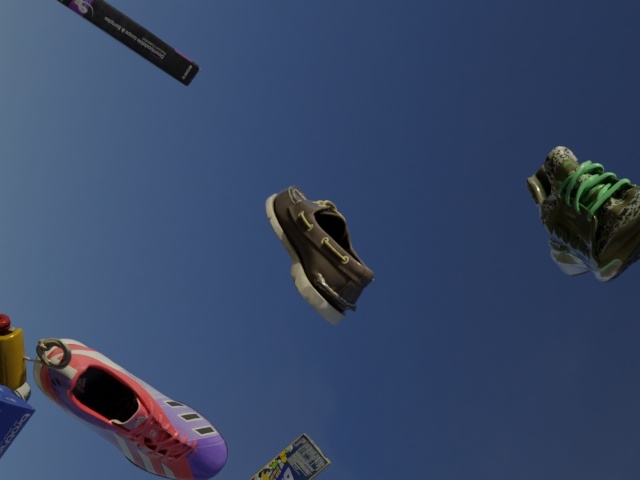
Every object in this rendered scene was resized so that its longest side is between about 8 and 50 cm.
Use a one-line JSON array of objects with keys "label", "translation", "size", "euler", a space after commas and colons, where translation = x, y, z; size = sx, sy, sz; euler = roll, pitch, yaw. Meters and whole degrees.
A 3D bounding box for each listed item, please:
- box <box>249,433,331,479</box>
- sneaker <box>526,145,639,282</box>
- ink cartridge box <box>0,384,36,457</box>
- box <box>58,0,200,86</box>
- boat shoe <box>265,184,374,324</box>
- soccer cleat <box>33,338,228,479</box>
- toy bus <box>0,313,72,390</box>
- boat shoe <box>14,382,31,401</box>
[{"label": "box", "translation": [-0.067, 0.331, 1.824], "size": [0.169, 0.054, 0.059], "euler": [-40, 171, -3]}, {"label": "sneaker", "translation": [0.387, -0.051, 1.980], "size": [0.158, 0.182, 0.410], "euler": [-41, -176, -10]}, {"label": "ink cartridge box", "translation": [-0.368, 0.230, 1.323], "size": [0.207, 0.046, 0.097], "euler": [-54, 164, -5]}, {"label": "box", "translation": [-0.209, -0.221, 1.410], "size": [0.029, 0.162, 0.116], "euler": [-57, -149, 3]}, {"label": "boat shoe", "translation": [0.000, 0.000, 2.034], "size": [0.096, 0.116, 0.324], "euler": [-43, -151, 11]}, {"label": "soccer cleat", "translation": [-0.239, 0.243, 1.835], "size": [0.109, 0.318, 0.116], "euler": [-56, -151, -9]}, {"label": "toy bus", "translation": [-0.430, 0.146, 1.603], "size": [0.202, 0.191, 0.104], "euler": [-39, -169, 27]}, {"label": "boat shoe", "translation": [-0.485, 0.166, 1.786], "size": [0.070, 0.219, 0.078], "euler": [-53, 166, -40]}]
